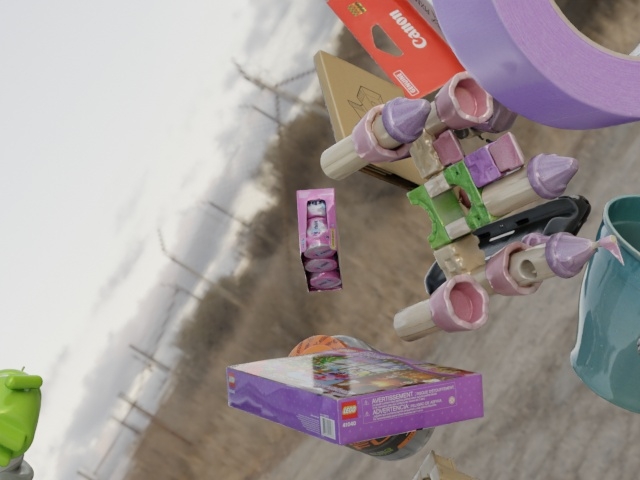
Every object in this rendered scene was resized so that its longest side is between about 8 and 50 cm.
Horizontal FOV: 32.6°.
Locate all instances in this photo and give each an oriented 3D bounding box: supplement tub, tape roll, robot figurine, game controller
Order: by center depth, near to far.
[{"bbox_3d":[0.224,-0.229,0.869,0.275,0.275,0.090,-59,18,-12],"label":"tape roll"},{"bbox_3d":[-0.324,0.179,1.126,0.101,0.067,0.115,-49,23,21],"label":"robot figurine"},{"bbox_3d":[0.316,0.012,1.890,0.319,0.067,0.166,-23,27,45],"label":"game controller"},{"bbox_3d":[0.073,0.295,2.067,0.316,0.193,0.193,32,-91,-50],"label":"supplement tub"}]

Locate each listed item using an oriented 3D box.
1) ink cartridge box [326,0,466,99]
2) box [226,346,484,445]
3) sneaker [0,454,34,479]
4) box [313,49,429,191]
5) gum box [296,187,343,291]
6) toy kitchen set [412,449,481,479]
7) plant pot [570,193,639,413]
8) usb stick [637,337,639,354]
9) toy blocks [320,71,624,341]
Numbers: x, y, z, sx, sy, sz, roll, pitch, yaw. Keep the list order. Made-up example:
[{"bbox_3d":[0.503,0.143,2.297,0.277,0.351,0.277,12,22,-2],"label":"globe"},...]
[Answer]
[{"bbox_3d":[0.175,-0.378,1.781,0.239,0.275,0.060,-28,-31,-13],"label":"ink cartridge box"},{"bbox_3d":[0.034,0.186,1.359,0.293,0.201,0.057,3,97,60],"label":"box"},{"bbox_3d":[-0.488,0.238,1.179,0.122,0.330,0.146,26,128,55],"label":"sneaker"},{"bbox_3d":[0.074,-0.160,1.505,0.021,0.164,0.201,-43,45,33],"label":"box"},{"bbox_3d":[0.000,0.000,1.772,0.188,0.062,0.107,81,-175,-67],"label":"gum box"},{"bbox_3d":[0.157,0.321,1.359,0.075,0.068,0.083,-62,15,20],"label":"toy kitchen set"},{"bbox_3d":[0.503,0.109,1.625,0.271,0.271,0.255,-62,-10,-61],"label":"plant pot"},{"bbox_3d":[0.435,0.092,1.202,0.077,0.045,0.278,-14,-13,-13],"label":"usb stick"},{"bbox_3d":[0.217,-0.072,1.311,0.309,0.288,0.260,-22,-4,-37],"label":"toy blocks"}]
